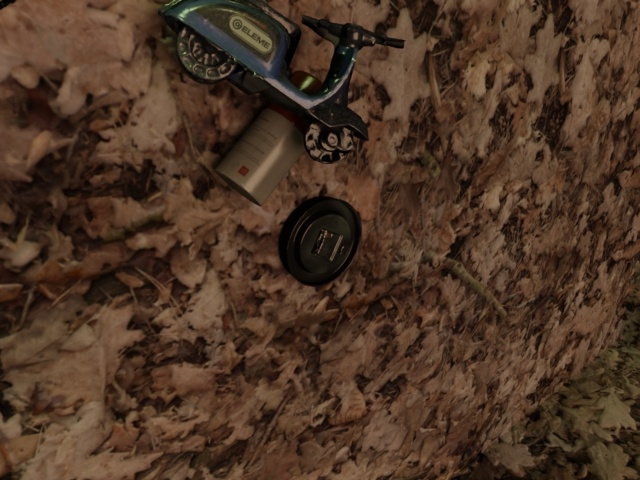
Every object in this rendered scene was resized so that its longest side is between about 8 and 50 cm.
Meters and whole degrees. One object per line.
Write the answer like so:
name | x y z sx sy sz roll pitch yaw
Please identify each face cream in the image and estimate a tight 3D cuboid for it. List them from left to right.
face cream | -0.071 -0.168 0.889 0.214 0.096 0.096 -53 134 -7

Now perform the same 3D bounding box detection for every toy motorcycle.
toy motorcycle | -0.052 -0.272 0.769 0.359 0.125 0.212 32 92 -20

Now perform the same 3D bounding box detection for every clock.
clock | 0.000 0.000 1.068 0.185 0.040 0.184 -17 120 -32

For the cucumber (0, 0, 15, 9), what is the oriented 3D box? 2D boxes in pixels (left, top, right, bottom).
cucumber | -0.406 -0.248 0.608 0.256 0.043 0.044 -48 128 -10
